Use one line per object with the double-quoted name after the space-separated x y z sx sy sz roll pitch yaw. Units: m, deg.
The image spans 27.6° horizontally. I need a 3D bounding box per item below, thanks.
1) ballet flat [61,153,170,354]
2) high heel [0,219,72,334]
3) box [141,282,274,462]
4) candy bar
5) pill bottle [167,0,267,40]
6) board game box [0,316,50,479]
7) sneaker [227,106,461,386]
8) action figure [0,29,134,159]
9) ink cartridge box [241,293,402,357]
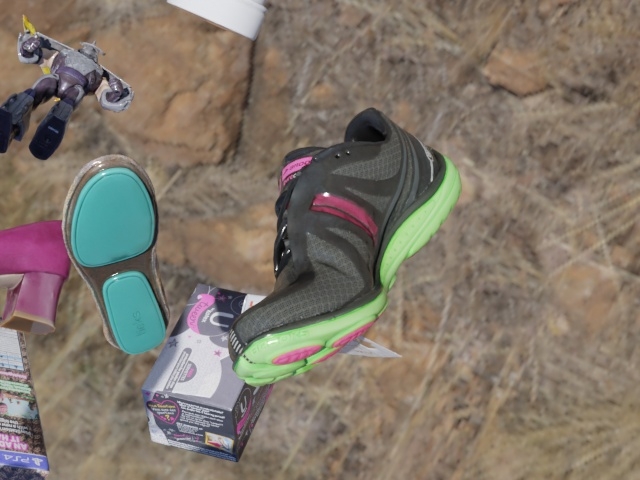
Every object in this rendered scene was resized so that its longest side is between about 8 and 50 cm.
-0.235 -0.001 1.454 0.316 0.107 0.106 92 159 -47 "ballet flat"
-0.538 0.005 1.881 0.377 0.181 0.127 24 146 -36 "high heel"
-0.170 0.211 2.138 0.163 0.247 0.142 12 134 14 "box"
-0.429 -0.280 2.016 0.018 0.040 0.161 -16 143 -2 "candy bar"
-0.058 -0.274 1.118 0.112 0.187 0.112 23 -175 -2 "pill bottle"
-0.546 0.246 1.880 0.232 0.291 0.141 16 127 -35 "board game box"
0.000 0.000 1.554 0.202 0.483 0.185 46 129 -7 "sneaker"
-0.365 -0.217 1.856 0.185 0.285 0.099 21 126 -1 "action figure"
0.004 0.115 1.754 0.179 0.045 0.145 -1 160 37 "ink cartridge box"
